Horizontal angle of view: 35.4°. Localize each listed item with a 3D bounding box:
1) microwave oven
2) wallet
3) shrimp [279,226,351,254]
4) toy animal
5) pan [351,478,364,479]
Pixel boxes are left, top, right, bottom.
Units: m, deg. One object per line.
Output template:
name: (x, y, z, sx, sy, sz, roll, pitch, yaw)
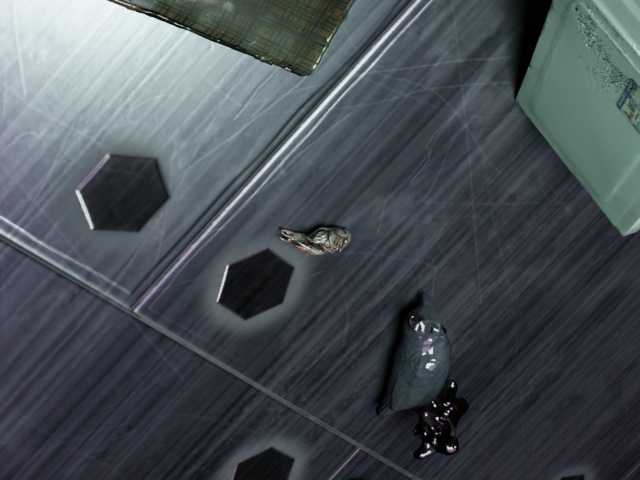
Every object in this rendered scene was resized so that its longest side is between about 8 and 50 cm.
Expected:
microwave oven: (0.350, -0.171, 1.015, 0.181, 0.237, 0.295, -32, 165, -7)
wallet: (-0.098, -0.264, 0.889, 0.317, 0.044, 0.169, 15, 115, -34)
shrimp: (-0.001, 0.002, 1.122, 0.092, 0.038, 0.029, -2, 120, -29)
toy animal: (0.119, 0.165, 1.290, 0.117, 0.121, 0.210, -4, 113, 25)
pan: (0.031, 0.377, 1.398, 0.068, 0.023, 0.115, 23, 104, -39)
